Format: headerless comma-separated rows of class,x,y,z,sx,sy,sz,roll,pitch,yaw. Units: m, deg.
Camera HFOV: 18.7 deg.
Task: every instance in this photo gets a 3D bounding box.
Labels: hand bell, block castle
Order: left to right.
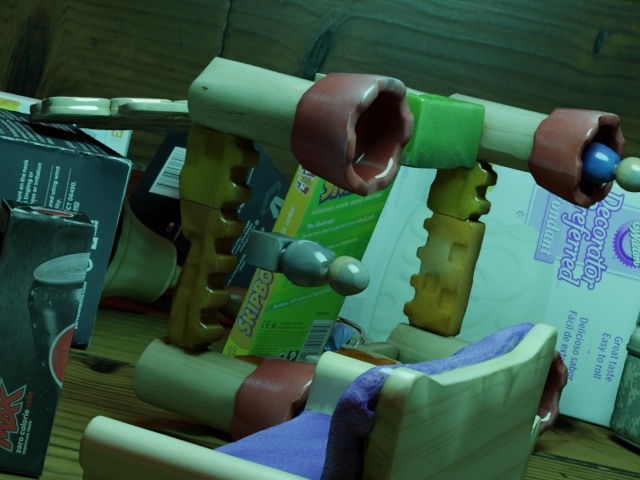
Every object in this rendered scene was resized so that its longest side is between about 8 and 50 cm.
hand bell,-0.130,0.046,2.001,0.242,0.126,0.126,23,0,-27
block castle,0.078,0.025,1.537,0.213,0.303,0.453,17,8,31

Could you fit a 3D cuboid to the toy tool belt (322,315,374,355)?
toy tool belt,0.007,0.098,1.921,0.083,0.052,0.051,15,-2,31

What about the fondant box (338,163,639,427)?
fondant box,0.194,0.035,1.999,0.330,0.238,0.096,15,6,22

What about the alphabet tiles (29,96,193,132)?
alphabet tiles,-0.123,-0.118,1.824,0.284,0.021,0.278,1,-1,-16

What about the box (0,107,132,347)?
box,-0.374,-0.042,1.826,0.313,0.179,0.343,12,5,-17

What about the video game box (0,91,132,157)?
video game box,-0.316,-0.058,2.072,0.205,0.187,0.048,11,6,-3

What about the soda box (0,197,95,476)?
soda box,-0.191,0.062,1.255,0.060,0.169,0.053,11,7,-14

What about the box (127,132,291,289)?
box,-0.121,-0.032,2.121,0.093,0.156,0.158,15,-24,35

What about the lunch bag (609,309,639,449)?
lunch bag,0.453,0.099,1.838,0.305,0.256,0.212,10,6,-23

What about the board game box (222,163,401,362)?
board game box,0.000,0.000,1.814,0.039,0.259,0.124,33,16,31

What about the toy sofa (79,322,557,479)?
toy sofa,0.007,0.123,1.065,0.150,0.177,0.362,15,7,18
